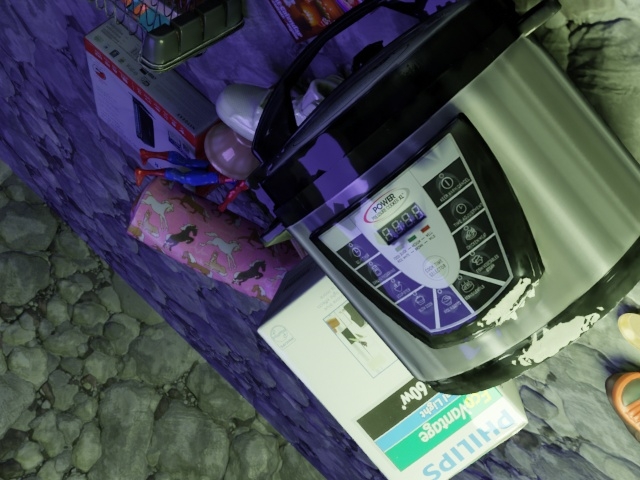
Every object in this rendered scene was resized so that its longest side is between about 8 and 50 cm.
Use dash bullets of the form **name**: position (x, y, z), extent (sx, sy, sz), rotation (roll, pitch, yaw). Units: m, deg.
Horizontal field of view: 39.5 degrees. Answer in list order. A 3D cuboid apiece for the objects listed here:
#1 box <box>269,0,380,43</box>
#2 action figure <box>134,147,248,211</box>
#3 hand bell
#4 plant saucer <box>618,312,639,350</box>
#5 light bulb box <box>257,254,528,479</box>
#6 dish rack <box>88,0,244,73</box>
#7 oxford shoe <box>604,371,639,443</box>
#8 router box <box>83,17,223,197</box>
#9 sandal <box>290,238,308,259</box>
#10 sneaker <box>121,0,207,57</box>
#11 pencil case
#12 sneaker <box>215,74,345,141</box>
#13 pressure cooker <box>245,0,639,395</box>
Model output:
- **box**: position (-0.047, -0.418, 1.196), extent (0.293, 0.057, 0.201), rotation (55, 155, -18)
- **action figure**: position (-0.226, -0.117, 1.826), extent (0.281, 0.091, 0.139), rotation (3, 144, 3)
- **hand bell**: position (-0.111, -0.219, 1.614), extent (0.126, 0.126, 0.242), rotation (47, 144, -1)
- **plant saucer**: position (0.461, 0.130, 1.256), extent (0.083, 0.015, 0.083), rotation (38, 156, 21)
- **light bulb box**: position (0.119, 0.161, 1.446), extent (0.361, 0.225, 0.358), rotation (50, -168, -5)
- **dish rack**: position (-0.276, -0.409, 1.435), extent (0.271, 0.208, 0.074), rotation (41, 146, 16)
- **oxford shoe**: position (0.534, 0.301, 1.340), extent (0.271, 0.097, 0.098), rotation (52, 177, 0)
- **router box**: position (-0.357, -0.272, 1.938), extent (0.335, 0.082, 0.301), rotation (41, 156, 13)
- **sandal**: position (-0.005, 0.004, 1.772), extent (0.240, 0.088, 0.079), rotation (48, 160, 13)
- **sneaker**: position (-0.310, -0.428, 1.563), extent (0.302, 0.108, 0.121), rotation (39, 147, 15)
- **pencil case**: position (-0.214, -0.003, 1.897), extent (0.386, 0.167, 0.160), rotation (28, 180, -3)
- **sneaker**: position (-0.032, -0.217, 1.420), extent (0.293, 0.108, 0.169), rotation (24, 150, 9)
- **pressure cooker**: position (0.134, -0.077, 1.040), extent (0.420, 0.370, 0.375), rotation (50, 159, -5)
